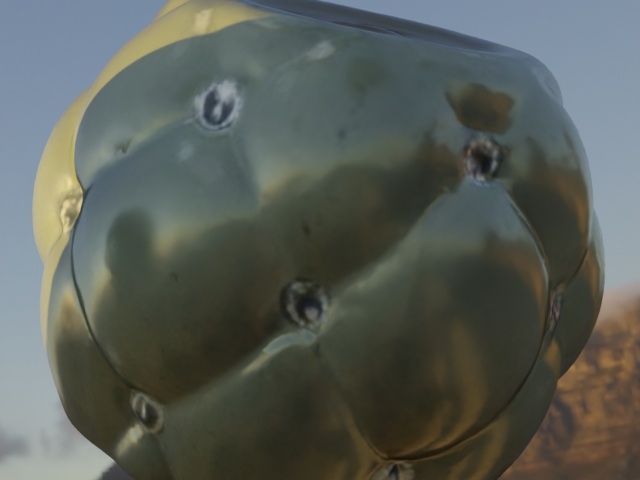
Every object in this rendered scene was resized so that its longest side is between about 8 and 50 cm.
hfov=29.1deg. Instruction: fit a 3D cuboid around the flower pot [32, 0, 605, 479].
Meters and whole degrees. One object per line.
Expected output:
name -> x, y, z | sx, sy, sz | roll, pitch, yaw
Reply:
flower pot -> 0.000, 0.000, 0.531 | 0.246, 0.195, 0.246 | 13, 15, -3
